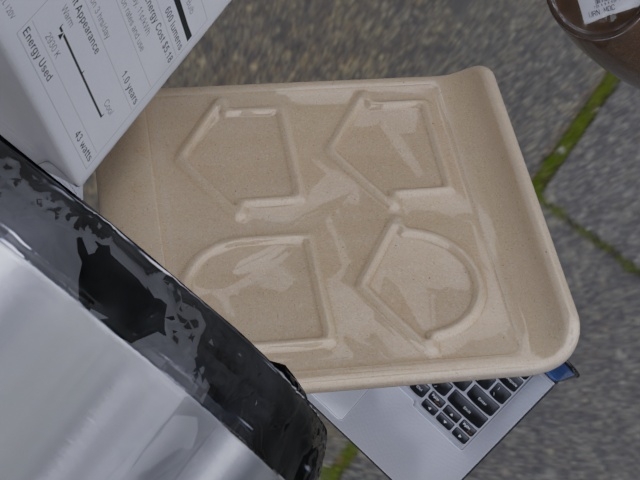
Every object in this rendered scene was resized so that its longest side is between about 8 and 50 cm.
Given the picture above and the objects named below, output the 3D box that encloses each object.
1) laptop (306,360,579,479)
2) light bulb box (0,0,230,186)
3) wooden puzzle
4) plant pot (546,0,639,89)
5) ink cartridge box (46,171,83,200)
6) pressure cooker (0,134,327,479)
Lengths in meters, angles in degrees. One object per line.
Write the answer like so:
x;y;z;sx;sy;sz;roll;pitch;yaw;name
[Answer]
0.047;0.092;1.590;0.382;0.236;0.408;43;123;8;laptop
-0.200;-0.302;1.103;0.225;0.358;0.361;26;67;23;light bulb box
0.000;0.000;1.210;0.347;0.080;0.322;-7;49;-7;wooden puzzle
0.305;-0.228;1.354;0.215;0.230;0.215;4;96;37;plant pot
-0.278;0.002;1.383;0.065;0.186;0.311;-17;51;8;ink cartridge box
-0.244;0.163;0.781;0.375;0.370;0.420;37;80;9;pressure cooker
